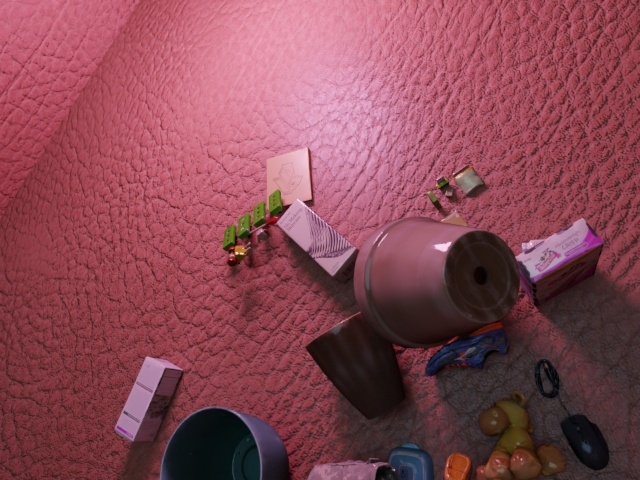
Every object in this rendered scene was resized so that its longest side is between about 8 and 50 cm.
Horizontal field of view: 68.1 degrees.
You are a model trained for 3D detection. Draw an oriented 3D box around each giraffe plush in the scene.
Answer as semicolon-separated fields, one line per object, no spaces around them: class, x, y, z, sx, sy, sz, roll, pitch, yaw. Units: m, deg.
giraffe plush;0.411;0.419;1.011;0.181;0.210;0.171;-40;50;36

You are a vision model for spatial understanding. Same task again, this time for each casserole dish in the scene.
casserole dish;0.207;0.583;1.126;0.114;0.037;0.189;-3;68;24

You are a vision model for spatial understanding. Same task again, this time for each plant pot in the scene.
plant pot;-0.214;0.584;1.213;0.292;0.235;0.293;-10;66;23
plant pot;0.110;0.318;1.196;0.215;0.215;0.231;-34;74;10
plant pot;0.275;0.085;1.064;0.280;0.322;0.324;157;131;-68

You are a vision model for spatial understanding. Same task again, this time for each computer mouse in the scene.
computer mouse;0.545;0.376;1.040;0.071;0.041;0.242;-31;60;13

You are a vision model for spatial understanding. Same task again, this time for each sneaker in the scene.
sneaker;0.355;0.279;1.150;0.221;0.083;0.087;-33;68;15

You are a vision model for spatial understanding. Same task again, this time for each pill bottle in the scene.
pill bottle;0.547;0.019;1.178;0.083;0.043;0.044;-3;69;25

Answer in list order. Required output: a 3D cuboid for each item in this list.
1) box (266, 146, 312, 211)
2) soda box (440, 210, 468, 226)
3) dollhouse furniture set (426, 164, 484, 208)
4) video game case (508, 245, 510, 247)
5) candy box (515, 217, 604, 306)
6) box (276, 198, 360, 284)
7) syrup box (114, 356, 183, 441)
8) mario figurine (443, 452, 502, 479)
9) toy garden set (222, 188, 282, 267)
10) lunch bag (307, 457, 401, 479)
box;-0.106;-0.205;1.597;0.164;0.021;0.201;-13;65;21
soda box;0.313;0.001;1.287;0.181;0.061;0.058;-36;60;9
dollhouse furniture set;0.372;-0.154;1.322;0.151;0.058;0.076;-35;60;10
video game case;0.438;0.069;1.230;0.087;0.011;0.122;7;74;28
candy box;0.530;0.058;1.059;0.159;0.233;0.071;-33;59;11
box;0.000;0.000;1.421;0.275;0.094;0.113;40;92;31
syrup box;-0.535;0.498;1.485;0.096;0.093;0.237;16;78;30
mario figurine;0.300;0.582;0.978;0.169;0.321;0.198;0;26;-11
toy garden set;-0.209;-0.030;1.514;0.244;0.049;0.204;-35;32;17
lunch bag;0.087;0.638;1.048;0.235;0.168;0.287;-29;58;45
